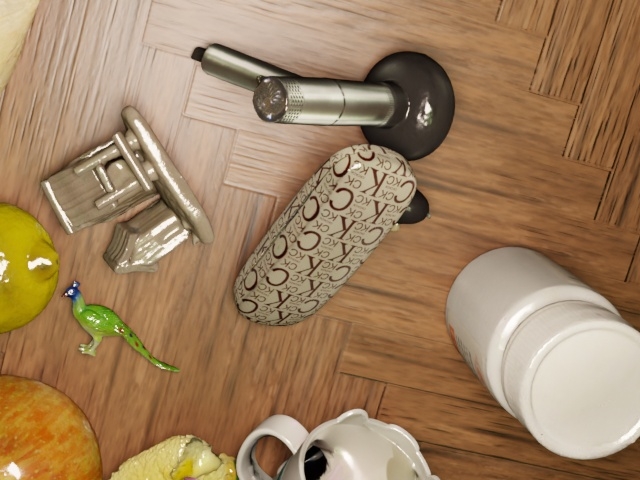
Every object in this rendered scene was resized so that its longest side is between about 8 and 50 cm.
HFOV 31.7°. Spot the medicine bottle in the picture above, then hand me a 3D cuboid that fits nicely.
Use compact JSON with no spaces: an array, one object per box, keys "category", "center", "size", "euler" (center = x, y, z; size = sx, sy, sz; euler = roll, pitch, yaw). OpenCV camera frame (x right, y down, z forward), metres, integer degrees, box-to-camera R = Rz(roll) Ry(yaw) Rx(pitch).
[{"category":"medicine bottle","center":[0.320,0.148,1.603],"size":[0.211,0.371,0.211],"euler":[-2,104,-8]}]

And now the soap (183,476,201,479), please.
[{"category":"soap","center":[-0.117,0.535,1.624],"size":[0.128,0.233,0.359],"euler":[-42,138,-38]}]

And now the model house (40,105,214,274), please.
[{"category":"model house","center":[-0.278,-0.058,1.595],"size":[0.188,0.122,0.229],"euler":[-30,109,2]}]

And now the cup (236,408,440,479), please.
[{"category":"cup","center":[0.001,0.388,1.676],"size":[0.290,0.219,0.257],"euler":[41,132,7]}]

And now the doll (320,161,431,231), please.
[{"category":"doll","center":[0.081,-0.066,1.671],"size":[0.179,0.089,0.102],"euler":[20,100,11]}]

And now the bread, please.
[{"category":"bread","center":[-0.252,0.408,1.698],"size":[0.174,0.133,0.251],"euler":[45,67,-50]}]

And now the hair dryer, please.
[{"category":"hair dryer","center":[-0.011,-0.235,1.562],"size":[0.320,0.284,0.155],"euler":[2,125,-44]}]

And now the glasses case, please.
[{"category":"glasses case","center":[0.000,0.000,1.601],"size":[0.137,0.085,0.354],"euler":[13,131,-33]}]

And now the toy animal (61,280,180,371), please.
[{"category":"toy animal","center":[-0.312,0.154,1.683],"size":[0.075,0.041,0.217],"euler":[-45,110,2]}]

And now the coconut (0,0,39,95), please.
[{"category":"coconut","center":[-0.538,-0.306,1.387],"size":[0.405,0.404,0.404],"euler":[-2,103,-8]}]

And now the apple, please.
[{"category":"apple","center":[-0.469,0.333,1.592],"size":[0.309,0.250,0.277],"euler":[-25,106,0]}]

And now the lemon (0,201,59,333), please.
[{"category":"lemon","center":[-0.472,0.042,1.562],"size":[0.248,0.184,0.184],"euler":[-14,106,13]}]
